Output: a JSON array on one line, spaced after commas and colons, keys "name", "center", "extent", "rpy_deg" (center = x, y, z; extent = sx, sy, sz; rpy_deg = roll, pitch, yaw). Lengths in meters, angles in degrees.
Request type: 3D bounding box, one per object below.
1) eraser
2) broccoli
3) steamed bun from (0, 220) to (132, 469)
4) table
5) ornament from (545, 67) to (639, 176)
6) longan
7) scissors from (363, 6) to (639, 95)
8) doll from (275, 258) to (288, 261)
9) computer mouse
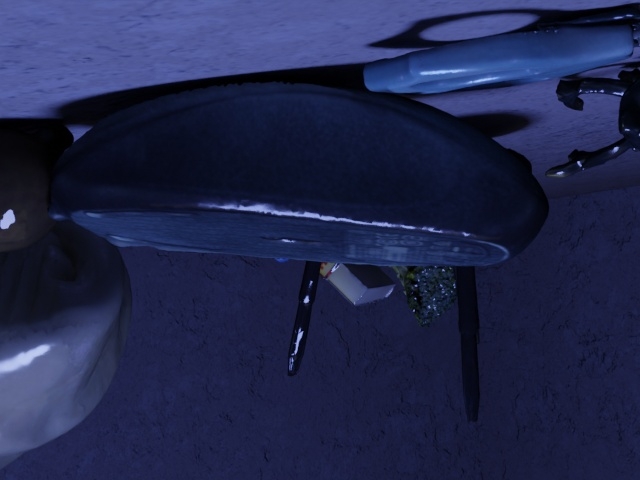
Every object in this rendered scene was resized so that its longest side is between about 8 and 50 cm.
[{"name": "eraser", "center": [0.000, 0.000, 1.544], "extent": [0.038, 0.230, 0.157], "rpy_deg": [-49, 166, 13]}, {"name": "broccoli", "center": [0.094, 0.000, 1.721], "extent": [0.252, 0.221, 0.361], "rpy_deg": [29, 166, -32]}, {"name": "steamed bun", "center": [-0.371, 0.102, 1.076], "extent": [0.367, 0.255, 0.342], "rpy_deg": [-8, -147, -9]}, {"name": "table", "center": [0.113, 0.035, 1.214], "extent": [0.317, 0.249, 0.317], "rpy_deg": [-3, -167, 1]}, {"name": "ornament", "center": [0.235, -0.090, 0.785], "extent": [0.202, 0.080, 0.236], "rpy_deg": [-16, -172, -28]}, {"name": "longan", "center": [-0.241, -0.047, 0.836], "extent": [0.119, 0.106, 0.106], "rpy_deg": [-45, -178, -4]}, {"name": "scissors", "center": [0.209, -0.129, 0.657], "extent": [0.360, 0.029, 0.191], "rpy_deg": [-9, -178, 20]}, {"name": "doll", "center": [-0.070, -0.040, 0.978], "extent": [0.067, 0.110, 0.206], "rpy_deg": [-31, 133, 17]}, {"name": "computer mouse", "center": [-0.017, -0.051, 0.813], "extent": [0.373, 0.114, 0.203], "rpy_deg": [4, 168, 0]}]
